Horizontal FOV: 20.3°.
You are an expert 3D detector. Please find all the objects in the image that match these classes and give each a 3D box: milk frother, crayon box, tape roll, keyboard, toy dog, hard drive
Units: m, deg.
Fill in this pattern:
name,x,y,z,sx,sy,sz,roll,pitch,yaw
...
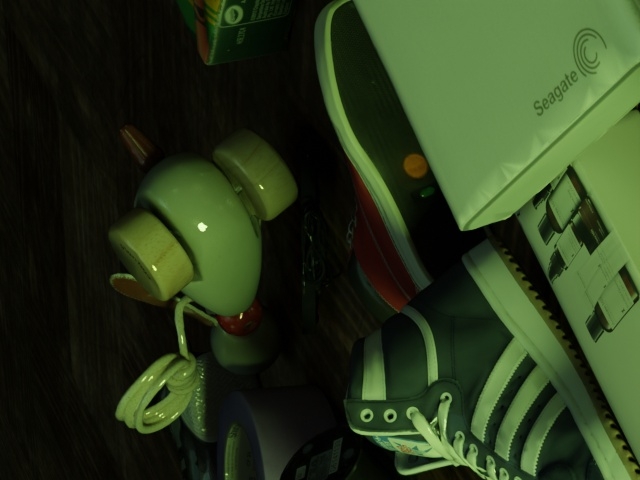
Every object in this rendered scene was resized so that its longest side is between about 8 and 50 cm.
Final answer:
name,x,y,z,sx,sy,sz,roll,pitch,yaw
milk frother,0.066,0.203,1.451,0.143,0.129,0.134,-14,128,42
crayon box,-0.106,-0.339,1.560,0.202,0.081,0.318,108,143,-56
tape roll,-0.039,0.234,1.707,0.189,0.080,0.189,177,90,-72
keyboard,0.000,0.000,1.589,0.100,0.038,0.192,-92,1,-56
toy dog,-0.121,0.005,1.652,0.161,0.220,0.333,48,145,26
hard drive,0.071,-0.209,1.040,0.353,0.047,0.233,65,151,14

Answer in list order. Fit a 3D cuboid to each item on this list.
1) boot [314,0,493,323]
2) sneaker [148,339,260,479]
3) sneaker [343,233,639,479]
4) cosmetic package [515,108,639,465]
name,x,y,z,sx,sy,sz,roll,pitch,yaw
boot,0.039,-0.054,1.362,0.244,0.088,0.176,70,161,6
sneaker,-0.118,0.238,1.943,0.153,0.101,0.268,-157,62,-66
sneaker,0.116,0.136,1.150,0.099,0.153,0.282,50,-171,-48
cosmetic package,0.197,0.050,1.047,0.099,0.060,0.239,109,142,-57
